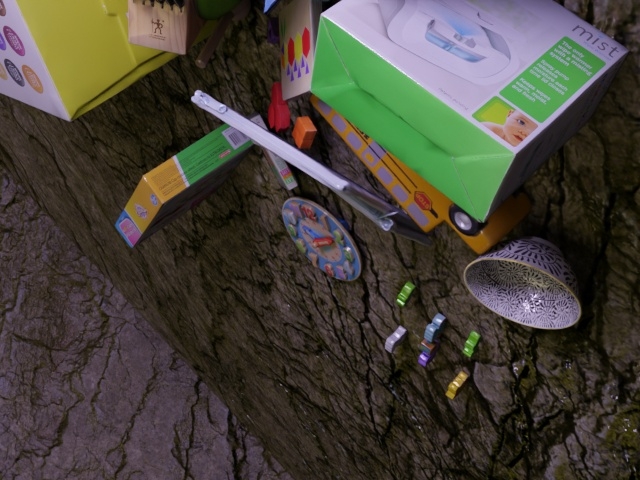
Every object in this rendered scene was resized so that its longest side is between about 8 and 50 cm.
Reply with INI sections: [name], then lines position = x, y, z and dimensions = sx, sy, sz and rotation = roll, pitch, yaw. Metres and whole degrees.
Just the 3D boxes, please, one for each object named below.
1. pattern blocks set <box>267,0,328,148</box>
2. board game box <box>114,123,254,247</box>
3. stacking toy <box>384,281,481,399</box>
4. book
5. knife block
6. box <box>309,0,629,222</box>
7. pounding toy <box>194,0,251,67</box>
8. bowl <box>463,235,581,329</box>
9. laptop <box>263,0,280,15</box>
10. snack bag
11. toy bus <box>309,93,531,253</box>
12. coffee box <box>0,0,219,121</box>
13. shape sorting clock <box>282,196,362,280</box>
[pattern blocks set]
position = -0.027, -0.277, 1.155
dimensions = 0.325, 0.026, 0.285
rotation = -144, 53, -69
[board game box]
position = -0.277, -0.112, 1.630
dimensions = 0.064, 0.242, 0.316
rotation = 53, 151, -1
[stacking toy]
position = 0.210, 0.183, 1.489
dimensions = 0.167, 0.052, 0.221
rotation = 36, 147, 22
[book]
position = -0.087, -0.166, 1.472
dimensions = 0.144, 0.035, 0.096
rotation = 62, 178, -14
[knife block]
position = -0.207, -0.402, 1.129
dimensions = 0.088, 0.275, 0.242
rotation = 13, 129, 1
[box]
position = 0.162, -0.190, 0.909
dimensions = 0.262, 0.231, 0.126
rotation = 41, 151, 18
[pounding toy]
position = -0.109, -0.383, 1.176
dimensions = 0.110, 0.183, 0.237
rotation = 12, 142, 1
[bowl]
position = 0.296, 0.046, 1.140
dimensions = 0.170, 0.080, 0.170
rotation = 23, 155, 12
[laptop]
position = -0.064, -0.516, 0.802
dimensions = 0.408, 0.236, 0.382
rotation = 44, 157, -12
[snack bag]
position = -0.003, -0.104, 1.259
dimensions = 0.323, 0.037, 0.342
rotation = 35, -174, 28
[toy bus]
position = 0.140, -0.127, 1.147
dimensions = 0.332, 0.108, 0.130
rotation = 49, 152, 3
[coffee box]
position = -0.427, -0.452, 1.334
dimensions = 0.334, 0.338, 0.337
rotation = 24, 142, 39
[shape sorting clock]
position = 0.000, 0.000, 1.576
dimensions = 0.206, 0.040, 0.206
rotation = 36, 149, 26
